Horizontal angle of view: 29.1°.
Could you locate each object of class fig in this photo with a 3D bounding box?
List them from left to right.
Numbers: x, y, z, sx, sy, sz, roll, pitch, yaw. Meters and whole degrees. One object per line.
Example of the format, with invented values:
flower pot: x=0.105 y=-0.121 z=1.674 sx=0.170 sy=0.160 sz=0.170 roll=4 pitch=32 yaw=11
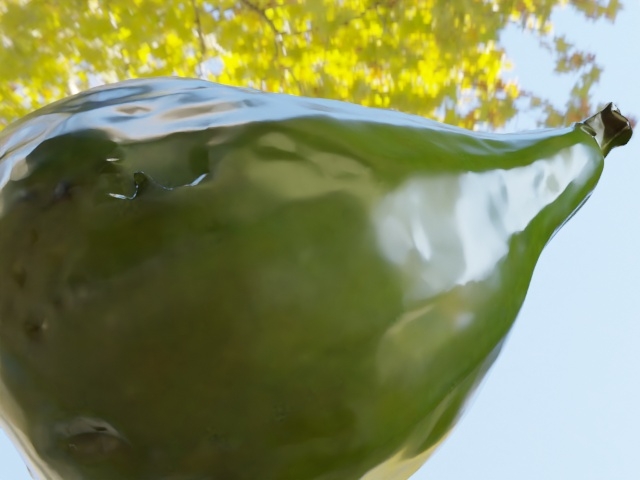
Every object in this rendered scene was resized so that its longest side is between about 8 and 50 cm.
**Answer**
fig: x=-0.018 y=0.004 z=0.536 sx=0.314 sy=0.233 sz=0.233 roll=-38 pitch=-105 yaw=9
